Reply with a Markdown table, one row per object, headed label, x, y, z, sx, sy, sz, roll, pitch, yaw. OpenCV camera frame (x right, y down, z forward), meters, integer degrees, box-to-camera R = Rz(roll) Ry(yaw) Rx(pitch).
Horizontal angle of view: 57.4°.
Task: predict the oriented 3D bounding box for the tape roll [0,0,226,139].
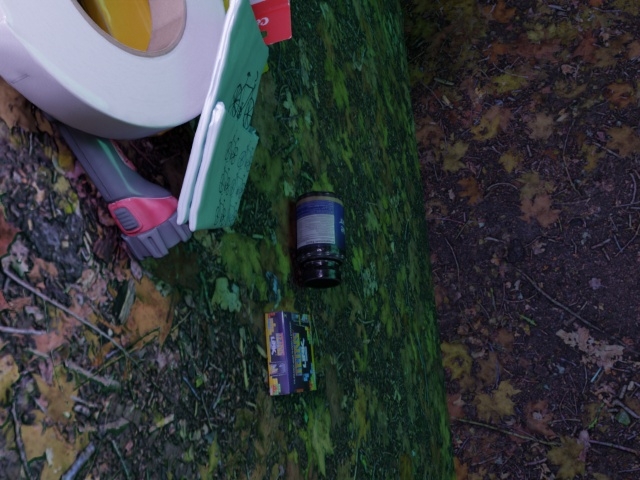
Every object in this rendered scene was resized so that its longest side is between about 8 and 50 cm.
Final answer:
| label | x | y | z | sx | sy | sz | roll | pitch | yaw |
| --- | --- | --- | --- | --- | --- | --- | --- | --- | --- |
| tape roll | -0.271 | -0.324 | 0.742 | 0.392 | 0.071 | 0.393 | 24 | 61 | -53 |

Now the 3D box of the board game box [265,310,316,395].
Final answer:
| label | x | y | z | sx | sy | sz | roll | pitch | yaw |
| --- | --- | --- | --- | --- | --- | --- | --- | --- | --- |
| board game box | -0.063 | 0.242 | 1.262 | 0.141 | 0.048 | 0.171 | 23 | 59 | -66 |

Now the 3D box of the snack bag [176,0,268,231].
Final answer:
| label | x | y | z | sx | sy | sz | roll | pitch | yaw |
| --- | --- | --- | --- | --- | --- | --- | --- | --- | --- |
| snack bag | -0.135 | -0.184 | 0.921 | 0.323 | 0.037 | 0.343 | -39 | 143 | -88 |

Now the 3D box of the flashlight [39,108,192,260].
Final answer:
| label | x | y | z | sx | sy | sz | roll | pitch | yaw |
| --- | --- | --- | --- | --- | --- | --- | --- | --- | --- |
| flashlight | -0.287 | -0.119 | 0.809 | 0.103 | 0.103 | 0.304 | -34 | 116 | -18 |

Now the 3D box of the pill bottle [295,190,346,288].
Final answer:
| label | x | y | z | sx | sy | sz | roll | pitch | yaw |
| --- | --- | --- | --- | --- | --- | --- | --- | --- | --- |
| pill bottle | 0.000 | 0.000 | 1.425 | 0.123 | 0.122 | 0.220 | 36 | 48 | -60 |

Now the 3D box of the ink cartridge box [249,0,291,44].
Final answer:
| label | x | y | z | sx | sy | sz | roll | pitch | yaw |
| --- | --- | --- | --- | --- | --- | --- | --- | --- | --- |
| ink cartridge box | -0.153 | -0.503 | 1.195 | 0.056 | 0.180 | 0.225 | 27 | 57 | -63 |

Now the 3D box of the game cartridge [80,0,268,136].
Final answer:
| label | x | y | z | sx | sy | sz | roll | pitch | yaw |
| --- | --- | --- | --- | --- | --- | --- | --- | --- | --- |
| game cartridge | -0.238 | -0.376 | 0.949 | 0.285 | 0.052 | 0.324 | -43 | 126 | -37 |
